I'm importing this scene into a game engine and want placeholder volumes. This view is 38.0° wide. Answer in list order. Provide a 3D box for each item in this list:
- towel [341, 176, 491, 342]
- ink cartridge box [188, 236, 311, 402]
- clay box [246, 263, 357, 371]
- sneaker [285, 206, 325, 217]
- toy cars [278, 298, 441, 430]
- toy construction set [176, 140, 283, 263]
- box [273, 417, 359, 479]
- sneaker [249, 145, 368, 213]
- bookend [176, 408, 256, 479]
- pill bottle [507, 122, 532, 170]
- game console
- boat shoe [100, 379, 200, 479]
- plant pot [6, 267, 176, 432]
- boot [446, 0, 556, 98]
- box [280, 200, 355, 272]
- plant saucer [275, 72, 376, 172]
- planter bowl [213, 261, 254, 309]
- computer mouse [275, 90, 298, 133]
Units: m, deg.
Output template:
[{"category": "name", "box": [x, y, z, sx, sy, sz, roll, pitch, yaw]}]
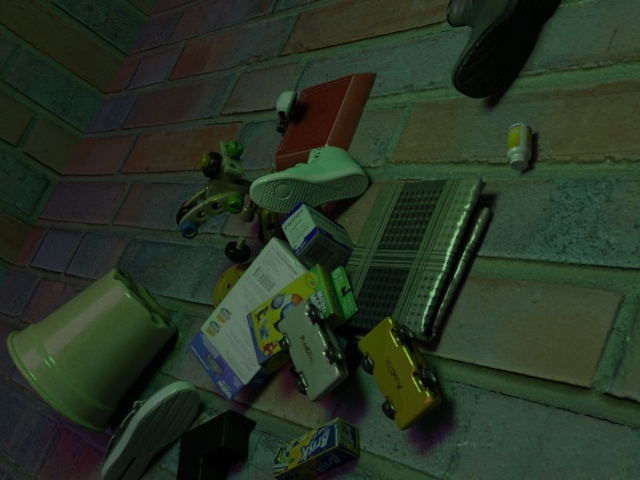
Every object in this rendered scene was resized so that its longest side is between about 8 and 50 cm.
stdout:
[{"category": "towel", "box": [0.166, 0.030, 1.755, 0.312, 0.056, 0.324, 2, 66, 57]}, {"category": "ink cartridge box", "box": [-0.127, 0.169, 1.946, 0.311, 0.065, 0.186, -50, 56, 7]}, {"category": "clay box", "box": [-0.038, 0.143, 1.814, 0.222, 0.053, 0.127, -38, 47, 20]}, {"category": "sneaker", "box": [-0.048, -0.064, 2.088, 0.083, 0.084, 0.215, -52, 31, 20]}, {"category": "toy cars", "box": [0.072, 0.216, 1.631, 0.393, 0.087, 0.177, 8, 78, 45]}, {"category": "toy construction set", "box": [-0.167, -0.120, 2.113, 0.309, 0.257, 0.237, -60, -10, -64]}, {"category": "box", "box": [-0.009, 0.379, 1.661, 0.169, 0.054, 0.059, -34, 38, 33]}, {"category": "sneaker", "box": [-0.037, -0.137, 2.030, 0.151, 0.255, 0.094, -115, 20, -56]}, {"category": "bookend", "box": [-0.210, 0.443, 1.860, 0.157, 0.072, 0.156, -33, 40, 32]}, {"category": "pill bottle", "box": [0.356, -0.167, 1.664, 0.043, 0.043, 0.083, -24, 44, 41]}, {"category": "game console", "box": [0.005, 0.220, 1.763, 0.122, 0.071, 0.107, 29, 110, 58]}, {"category": "boat shoe", "box": [-0.398, 0.415, 2.091, 0.335, 0.121, 0.119, -48, 37, 18]}, {"category": "plant pot", "box": [-0.537, 0.244, 2.289, 0.305, 0.334, 0.334, -44, 32, -1]}, {"category": "boot", "box": [0.328, -0.432, 1.873, 0.338, 0.118, 0.222, -52, 34, -9]}, {"category": "box", "box": [0.000, 0.000, 1.919, 0.072, 0.126, 0.137, -50, 33, 13]}, {"category": "plant saucer", "box": [-0.002, -0.289, 2.256, 0.258, 0.047, 0.259, -5, 59, 52]}, {"category": "planter bowl", "box": [-0.177, 0.119, 2.088, 0.217, 0.090, 0.217, -34, 37, 31]}, {"category": "computer mouse", "box": [-0.087, -0.335, 2.329, 0.193, 0.042, 0.106, 108, -176, -83]}]
